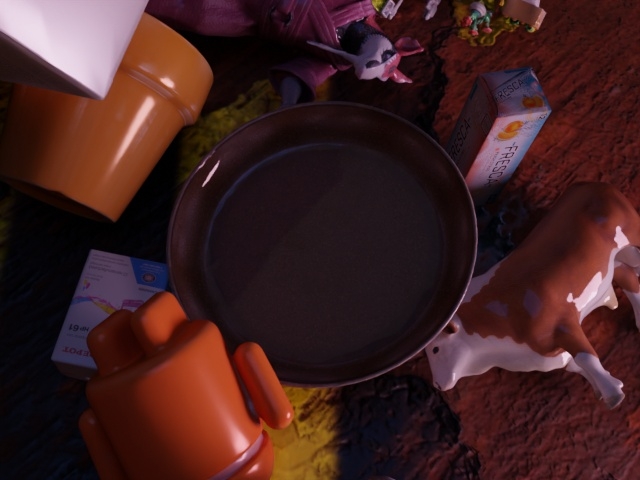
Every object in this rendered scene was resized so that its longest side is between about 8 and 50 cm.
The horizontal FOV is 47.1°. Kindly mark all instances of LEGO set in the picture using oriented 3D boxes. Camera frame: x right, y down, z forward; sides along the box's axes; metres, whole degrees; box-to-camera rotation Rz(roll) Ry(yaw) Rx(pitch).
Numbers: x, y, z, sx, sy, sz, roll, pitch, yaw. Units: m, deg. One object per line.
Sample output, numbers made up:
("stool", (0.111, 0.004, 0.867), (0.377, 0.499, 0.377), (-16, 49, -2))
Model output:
("LEGO set", (0.143, -0.326, 0.948), (0.287, 0.132, 0.107), (34, 81, -14))

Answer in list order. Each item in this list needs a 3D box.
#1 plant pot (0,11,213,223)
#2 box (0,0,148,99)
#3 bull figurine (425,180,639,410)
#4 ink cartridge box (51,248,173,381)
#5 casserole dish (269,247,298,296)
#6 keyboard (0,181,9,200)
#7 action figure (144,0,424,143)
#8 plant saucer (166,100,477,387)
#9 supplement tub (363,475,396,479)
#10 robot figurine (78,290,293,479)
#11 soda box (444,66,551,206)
("plant pot", (-0.241, -0.127, 0.770), (0.205, 0.205, 0.188), (19, 78, 4))
("box", (-0.312, -0.275, 0.644), (0.345, 0.168, 0.215), (17, 81, 33))
("bull figurine", (0.250, 0.063, 0.763), (0.188, 0.101, 0.310), (42, 69, 11))
("ink cartridge box", (-0.204, 0.080, 0.737), (0.088, 0.052, 0.123), (11, 64, 0))
("casserole dish", (0.023, 0.047, 0.784), (0.188, 0.037, 0.114), (25, 64, 6))
("keyboard", (-0.508, -0.010, 0.767), (0.201, 0.033, 0.317), (38, 65, 6))
("action figure", (-0.052, -0.282, 0.898), (0.370, 0.276, 0.248), (27, 106, -7))
("plant saucer", (0.000, 0.000, 0.746), (0.310, 0.050, 0.311), (-2, 67, 5))
("supplement tub", (-0.038, 0.332, 0.547), (0.315, 0.194, 0.194), (-24, 68, -17))
("robot figurine", (-0.118, 0.157, 0.641), (0.158, 0.128, 0.220), (-29, 99, -28))
("soda box", (0.180, -0.104, 0.791), (0.062, 0.183, 0.058), (-10, 65, -12))
